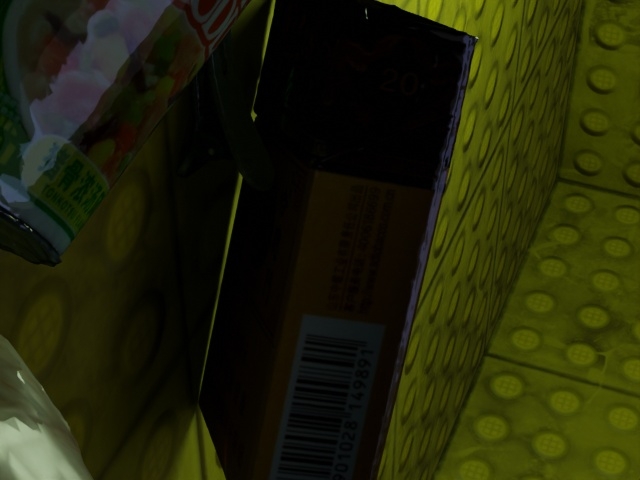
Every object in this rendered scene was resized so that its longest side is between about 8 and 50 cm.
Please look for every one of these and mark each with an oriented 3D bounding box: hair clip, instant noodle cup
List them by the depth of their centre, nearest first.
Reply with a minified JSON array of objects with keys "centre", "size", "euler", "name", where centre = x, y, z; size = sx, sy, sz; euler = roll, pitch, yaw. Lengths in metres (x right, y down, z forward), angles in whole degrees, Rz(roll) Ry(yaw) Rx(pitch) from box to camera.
[{"centre":[-0.137,-0.122,0.657],"size":[0.233,0.207,0.207],"euler":[-63,162,-13],"name":"instant noodle cup"},{"centre":[-0.077,-0.174,1.029],"size":[0.048,0.083,0.275],"euler":[-33,129,-54],"name":"hair clip"}]

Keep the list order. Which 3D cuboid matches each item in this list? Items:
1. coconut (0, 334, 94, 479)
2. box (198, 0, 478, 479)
[{"centre":[-0.203,0.163,0.371],"size":[0.415,0.344,0.415],"euler":[14,90,-71],"name":"coconut"},{"centre":[0.001,0.000,1.133],"size":[0.264,0.115,0.415],"euler":[-127,-133,-71],"name":"box"}]
